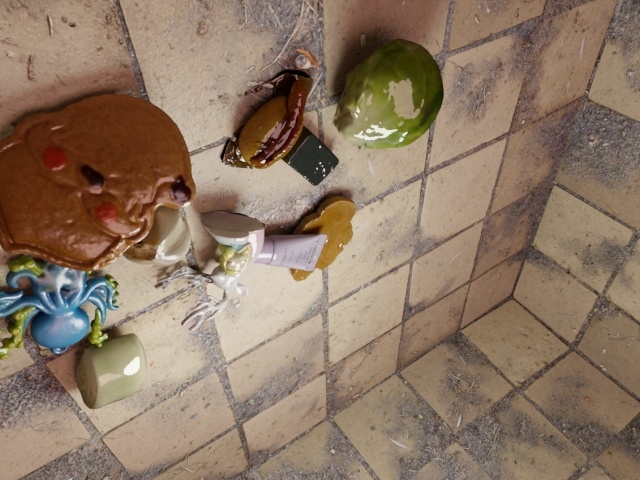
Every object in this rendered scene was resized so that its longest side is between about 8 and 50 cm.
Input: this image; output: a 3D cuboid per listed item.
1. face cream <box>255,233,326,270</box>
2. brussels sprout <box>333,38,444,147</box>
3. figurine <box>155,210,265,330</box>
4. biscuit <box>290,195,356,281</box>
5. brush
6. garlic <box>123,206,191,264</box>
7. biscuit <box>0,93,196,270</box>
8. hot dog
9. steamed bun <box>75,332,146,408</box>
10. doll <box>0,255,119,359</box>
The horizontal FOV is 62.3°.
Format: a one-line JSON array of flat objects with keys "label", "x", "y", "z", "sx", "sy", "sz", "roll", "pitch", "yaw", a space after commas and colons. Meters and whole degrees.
[{"label": "face cream", "x": -0.116, "y": 0.037, "z": 1.797, "sx": 0.274, "sy": 0.096, "sz": 0.153, "roll": 3, "pitch": 117, "yaw": -33}, {"label": "brussels sprout", "x": 0.197, "y": -0.425, "z": 1.562, "sx": 0.345, "sy": 0.268, "sz": 0.343, "roll": -8, "pitch": 129, "yaw": -10}, {"label": "figurine", "x": -0.333, "y": 0.081, "z": 1.609, "sx": 0.285, "sy": 0.206, "sz": 0.315, "roll": -16, "pitch": 129, "yaw": -41}, {"label": "biscuit", "x": -0.002, "y": -0.003, "z": 1.934, "sx": 0.270, "sy": 0.051, "sz": 0.375, "roll": 11, "pitch": 118, "yaw": -45}, {"label": "brush", "x": -0.033, "y": -0.258, "z": 1.653, "sx": 0.123, "sy": 0.059, "sz": 0.197, "roll": -48, "pitch": 144, "yaw": 7}, {"label": "garlic", "x": -0.468, "y": -0.042, "z": 1.356, "sx": 0.281, "sy": 0.203, "sz": 0.185, "roll": 19, "pitch": 149, "yaw": -16}, {"label": "biscuit", "x": -0.509, "y": -0.135, "z": 1.176, "sx": 0.455, "sy": 0.078, "sz": 0.349, "roll": -42, "pitch": 106, "yaw": -18}, {"label": "hot dog", "x": -0.130, "y": -0.315, "z": 1.466, "sx": 0.194, "sy": 0.107, "sz": 0.325, "roll": 7, "pitch": 119, "yaw": -47}, {"label": "steamed bun", "x": -0.635, "y": 0.412, "z": 1.633, "sx": 0.200, "sy": 0.154, "sz": 0.250, "roll": -12, "pitch": 146, "yaw": -39}, {"label": "doll", "x": -0.712, "y": 0.170, "z": 1.411, "sx": 0.346, "sy": 0.099, "sz": 0.340, "roll": -13, "pitch": 122, "yaw": -44}]
